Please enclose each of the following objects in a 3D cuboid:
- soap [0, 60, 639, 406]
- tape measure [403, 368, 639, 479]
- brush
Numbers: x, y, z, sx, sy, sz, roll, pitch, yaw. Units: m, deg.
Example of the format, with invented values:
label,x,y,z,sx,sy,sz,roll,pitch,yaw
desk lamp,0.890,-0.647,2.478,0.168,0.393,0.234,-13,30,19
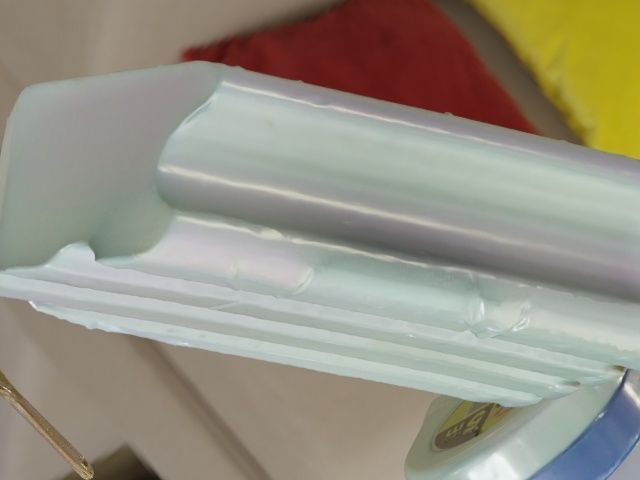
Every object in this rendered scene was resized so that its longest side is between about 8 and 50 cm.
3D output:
label,x,y,z,sx,sy,sz,roll,pitch,yaw
soap,0.000,0.000,0.930,0.347,0.115,0.208,11,163,-15
tape measure,0.218,0.117,1.349,0.351,0.098,0.215,-38,-173,28
brush,-0.213,0.108,1.181,0.014,0.043,0.170,-37,113,7
